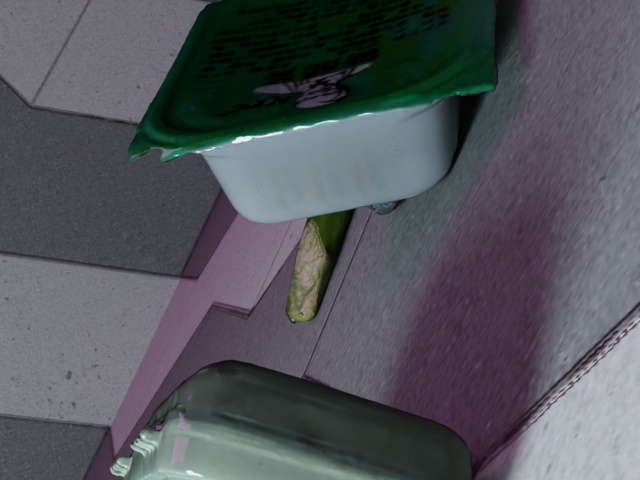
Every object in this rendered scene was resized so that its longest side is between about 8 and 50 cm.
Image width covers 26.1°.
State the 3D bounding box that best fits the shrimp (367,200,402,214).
[{"bbox_3d":[0.050,-0.069,1.144,0.165,0.057,0.065,-98,19,-60],"label":"shrimp"}]

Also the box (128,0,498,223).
[{"bbox_3d":[0.018,-0.118,1.072,0.336,0.264,0.106,-77,-28,-59],"label":"box"}]

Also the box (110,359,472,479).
[{"bbox_3d":[-0.027,0.141,0.634,0.210,0.148,0.129,133,154,-71],"label":"box"}]

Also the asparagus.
[{"bbox_3d":[0.000,0.000,1.288,0.045,0.041,0.178,113,177,-50],"label":"asparagus"}]
